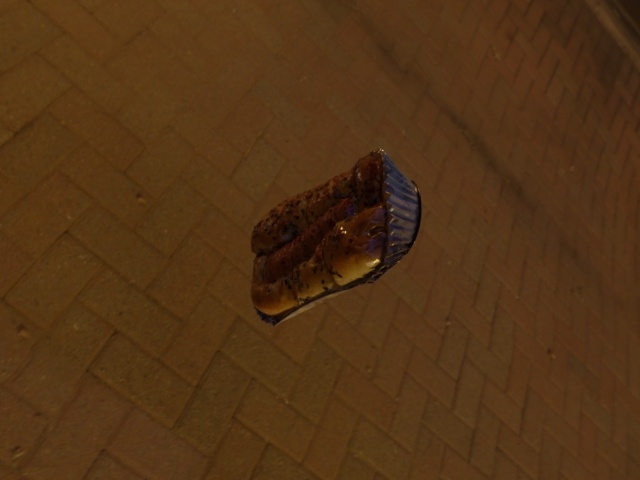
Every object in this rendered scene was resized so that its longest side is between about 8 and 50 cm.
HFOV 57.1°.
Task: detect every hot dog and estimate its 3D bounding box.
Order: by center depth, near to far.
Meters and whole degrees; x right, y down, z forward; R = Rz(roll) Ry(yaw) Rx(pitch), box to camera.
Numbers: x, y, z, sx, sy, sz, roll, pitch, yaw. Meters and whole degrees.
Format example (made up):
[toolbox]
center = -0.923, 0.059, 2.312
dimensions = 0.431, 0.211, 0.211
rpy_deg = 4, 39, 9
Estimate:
[hot dog]
center = 0.000, 0.000, 0.449
dimensions = 0.059, 0.191, 0.108
rpy_deg = 20, 60, -30
